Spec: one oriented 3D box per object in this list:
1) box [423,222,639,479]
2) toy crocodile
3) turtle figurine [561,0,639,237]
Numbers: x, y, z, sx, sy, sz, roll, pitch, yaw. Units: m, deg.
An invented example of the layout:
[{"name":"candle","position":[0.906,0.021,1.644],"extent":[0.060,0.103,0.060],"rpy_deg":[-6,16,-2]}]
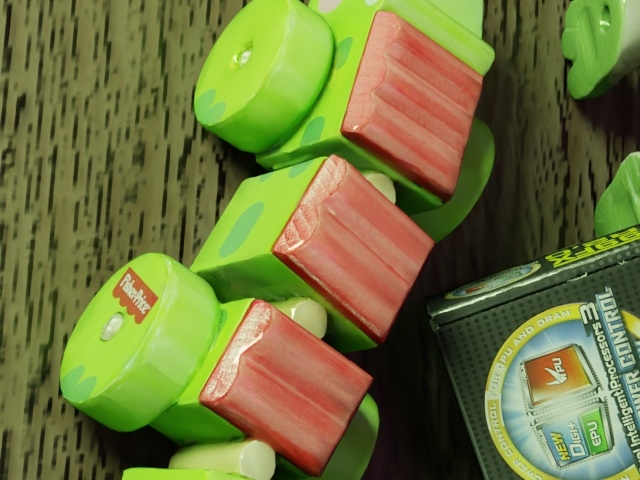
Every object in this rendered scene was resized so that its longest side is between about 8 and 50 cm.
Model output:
[{"name":"box","position":[0.187,0.117,0.835],"extent":[0.216,0.060,0.270],"rpy_deg":[-19,96,1]},{"name":"toy crocodile","position":[0.000,0.000,0.769],"extent":[0.115,0.105,0.340],"rpy_deg":[36,61,-26]},{"name":"turtle figurine","position":[0.246,-0.055,0.969],"extent":[0.266,0.275,0.197],"rpy_deg":[-4,107,-18]}]
